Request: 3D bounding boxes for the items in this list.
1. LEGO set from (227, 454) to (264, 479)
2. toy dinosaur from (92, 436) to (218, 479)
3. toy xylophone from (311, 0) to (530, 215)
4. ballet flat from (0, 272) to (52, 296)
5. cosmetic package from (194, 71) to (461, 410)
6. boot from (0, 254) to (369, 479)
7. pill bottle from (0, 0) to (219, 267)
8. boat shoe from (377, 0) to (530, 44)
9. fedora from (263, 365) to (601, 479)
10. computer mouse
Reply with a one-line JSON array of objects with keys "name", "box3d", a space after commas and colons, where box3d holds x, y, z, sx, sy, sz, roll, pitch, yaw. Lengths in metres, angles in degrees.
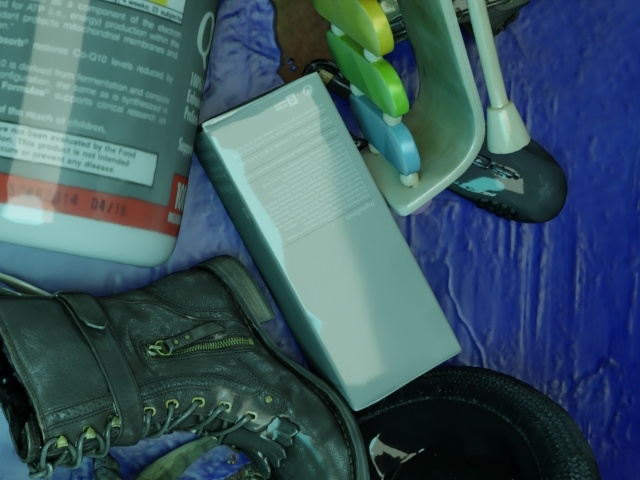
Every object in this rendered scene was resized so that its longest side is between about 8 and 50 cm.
[{"name": "LEGO set", "box3d": [-0.066, 0.154, 1.096, 0.054, 0.023, 0.083, 17, 56, -25]}, {"name": "toy dinosaur", "box3d": [-0.158, 0.190, 0.998, 0.118, 0.268, 0.064, 37, 121, -4]}, {"name": "toy xylophone", "box3d": [0.041, -0.169, 0.955, 0.081, 0.236, 0.322, -24, 110, -7]}, {"name": "ballet flat", "box3d": [-0.281, 0.065, 1.027, 0.280, 0.095, 0.096, 9, 80, -22]}, {"name": "cosmetic package", "box3d": [0.000, 0.000, 1.062, 0.107, 0.127, 0.238, -26, 95, -10]}, {"name": "boot", "box3d": [-0.110, 0.125, 0.986, 0.229, 0.091, 0.263, -14, 60, -43]}, {"name": "pill bottle", "box3d": [-0.174, -0.174, 0.974, 0.210, 0.210, 0.363, 11, 88, -12]}, {"name": "boat shoe", "box3d": [0.121, -0.193, 1.109, 0.223, 0.080, 0.073, -12, 103, -4]}, {"name": "fedora", "box3d": [0.077, 0.264, 1.051, 0.334, 0.334, 0.152, -45, 133, -7]}, {"name": "computer mouse", "box3d": [0.094, -0.080, 1.122, 0.242, 0.041, 0.071, 23, 88, -11]}]
